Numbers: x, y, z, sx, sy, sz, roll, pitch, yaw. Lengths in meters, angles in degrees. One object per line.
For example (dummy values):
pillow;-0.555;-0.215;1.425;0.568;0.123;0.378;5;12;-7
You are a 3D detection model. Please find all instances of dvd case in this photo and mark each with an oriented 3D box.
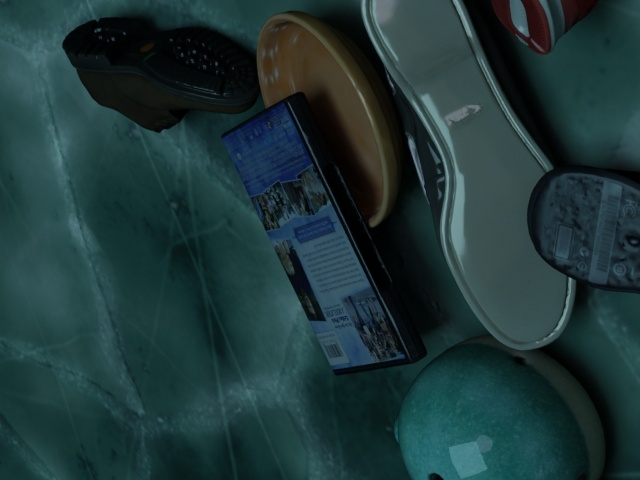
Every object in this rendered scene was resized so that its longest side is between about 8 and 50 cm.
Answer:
dvd case;0.000;0.000;1.610;0.253;0.022;0.180;65;157;-3

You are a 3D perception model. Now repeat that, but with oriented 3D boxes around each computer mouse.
computer mouse;0.284;0.038;1.371;0.262;0.060;0.184;11;113;28

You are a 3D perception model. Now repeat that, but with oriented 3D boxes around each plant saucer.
plant saucer;0.013;-0.106;1.543;0.200;0.037;0.200;47;152;34

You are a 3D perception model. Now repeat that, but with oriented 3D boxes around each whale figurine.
whale figurine;0.134;0.215;1.538;0.216;0.141;0.272;32;129;30

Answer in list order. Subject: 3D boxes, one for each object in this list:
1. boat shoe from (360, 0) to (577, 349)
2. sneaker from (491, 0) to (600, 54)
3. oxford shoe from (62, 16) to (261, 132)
boat shoe;0.127;-0.078;1.458;0.112;0.095;0.335;-21;99;12
sneaker;0.179;-0.239;1.270;0.087;0.128;0.221;44;164;22
oxford shoe;-0.137;-0.146;1.692;0.227;0.083;0.096;18;139;40
